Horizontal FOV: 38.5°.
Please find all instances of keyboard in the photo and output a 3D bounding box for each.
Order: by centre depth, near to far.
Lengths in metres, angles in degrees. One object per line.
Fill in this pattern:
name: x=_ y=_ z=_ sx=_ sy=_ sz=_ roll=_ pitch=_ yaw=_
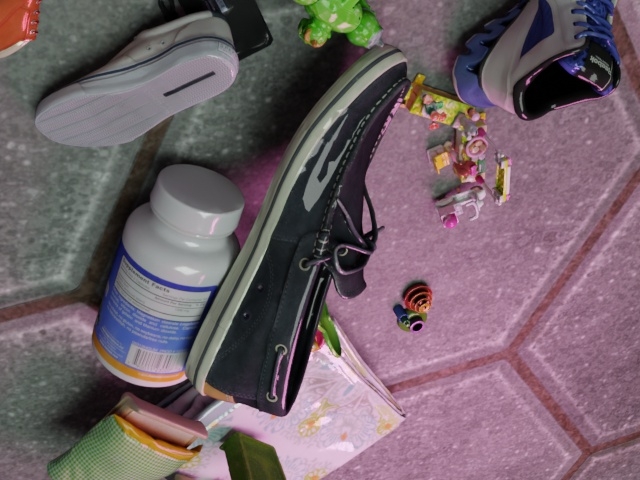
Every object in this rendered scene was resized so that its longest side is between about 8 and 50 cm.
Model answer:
keyboard: x=-0.134 y=-0.274 z=1.041 sx=0.108 sy=0.023 sz=0.180 roll=-27 pitch=131 yaw=1

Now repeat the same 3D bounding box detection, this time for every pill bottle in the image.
pill bottle: x=-0.192 y=0.043 z=1.184 sx=0.152 sy=0.152 sz=0.272 roll=7 pitch=123 yaw=-28

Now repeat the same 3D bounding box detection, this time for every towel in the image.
towel: x=-0.073 y=0.300 z=1.484 sx=0.374 sy=0.090 sz=0.320 roll=-33 pitch=131 yaw=5

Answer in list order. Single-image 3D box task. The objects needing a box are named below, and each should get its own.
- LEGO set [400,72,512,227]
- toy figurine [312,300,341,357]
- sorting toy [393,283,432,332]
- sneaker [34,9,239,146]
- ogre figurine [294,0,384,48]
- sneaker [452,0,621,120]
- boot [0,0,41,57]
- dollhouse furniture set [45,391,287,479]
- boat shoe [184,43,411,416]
LEGO set: x=0.182 y=-0.128 z=1.238 sx=0.132 sy=0.107 sz=0.287 roll=-33 pitch=132 yaw=4
toy figurine: x=-0.074 y=0.116 z=1.316 sx=0.159 sy=0.130 sz=0.173 roll=-22 pitch=103 yaw=11
sorting toy: x=0.152 y=0.119 z=1.467 sx=0.061 sy=0.042 sz=0.102 roll=-10 pitch=130 yaw=-16
sneaker: x=-0.207 y=-0.182 z=1.044 sx=0.258 sy=0.091 sz=0.094 roll=-16 pitch=142 yaw=17
ogre figurine: x=0.002 y=-0.279 z=1.032 sx=0.097 sy=0.118 sz=0.197 roll=-34 pitch=131 yaw=5
sneaker: x=0.320 y=-0.266 z=1.126 sx=0.127 sy=0.182 sz=0.315 roll=28 pitch=103 yaw=-38
boot: x=-0.313 y=-0.255 z=0.961 sx=0.158 sy=0.059 sz=0.084 roll=-32 pitch=136 yaw=14
dollhouse furniture set: x=-0.211 y=0.369 z=1.318 sx=0.197 sy=0.151 sz=0.301 roll=-45 pitch=129 yaw=17
boat shoe: x=0.000 y=0.000 z=1.138 sx=0.500 sy=0.156 sz=0.187 roll=-63 pitch=169 yaw=12
